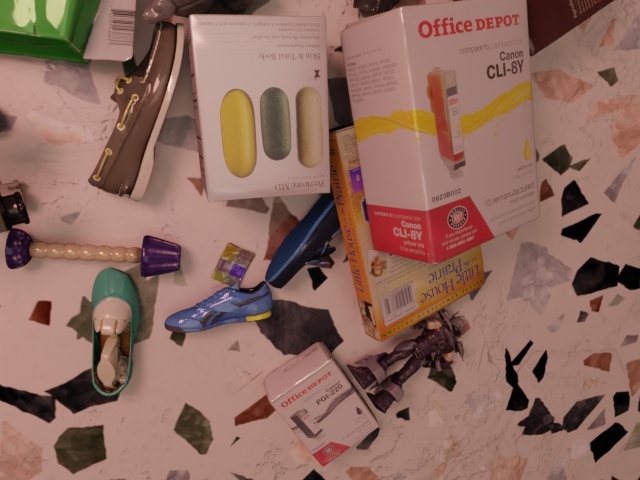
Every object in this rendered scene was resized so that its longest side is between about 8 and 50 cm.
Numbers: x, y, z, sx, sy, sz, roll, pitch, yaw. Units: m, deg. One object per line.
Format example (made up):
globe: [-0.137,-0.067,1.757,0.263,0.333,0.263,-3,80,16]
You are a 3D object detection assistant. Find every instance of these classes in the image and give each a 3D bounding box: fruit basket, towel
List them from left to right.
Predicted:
fruit basket: [-0.422,-0.443,0.685,0.328,0.165,0.352,3,85,-9]
towel: [-0.173,0.049,0.951,0.060,0.009,0.083,27,96,-21]

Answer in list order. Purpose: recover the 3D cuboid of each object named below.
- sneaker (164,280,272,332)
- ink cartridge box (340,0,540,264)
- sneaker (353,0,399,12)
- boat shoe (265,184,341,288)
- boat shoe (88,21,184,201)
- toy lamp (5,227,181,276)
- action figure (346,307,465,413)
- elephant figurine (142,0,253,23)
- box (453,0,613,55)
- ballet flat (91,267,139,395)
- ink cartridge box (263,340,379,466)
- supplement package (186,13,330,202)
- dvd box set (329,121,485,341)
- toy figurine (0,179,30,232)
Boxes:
sneaker: [-0.198,0.124,0.935,0.210,0.069,0.082,-9,104,-15]
ink cartridge box: [0.212,-0.190,0.817,0.279,0.160,0.384,-20,108,-27]
sneaker: [0.157,-0.477,0.874,0.222,0.083,0.118,-7,122,-17]
boat shoe: [0.000,0.000,0.937,0.089,0.109,0.258,40,93,-25]
boat shoe: [-0.300,-0.216,0.790,0.091,0.109,0.304,15,104,-24]
toy lamp: [-0.389,0.024,0.848,0.275,0.080,0.080,2,104,-16]
action figure: [0.209,0.246,1.071,0.285,0.099,0.185,-34,104,-9]
elephant figurine: [-0.201,-0.478,0.739,0.170,0.186,0.239,-18,101,26]
box: [0.387,-0.459,0.884,0.203,0.168,0.167,-35,112,-5]
ballet flat: [-0.380,0.176,0.886,0.083,0.087,0.247,1,104,-16]
ink cartridge box: [0.002,0.352,1.040,0.159,0.092,0.217,-35,109,-4]
supplement package: [-0.105,-0.215,0.796,0.200,0.198,0.262,-6,107,-15]
dvd box set: [0.182,-0.048,0.958,0.308,0.062,0.420,-23,111,-25]
toy figurine: [-0.536,-0.103,0.699,0.148,0.210,0.212,-19,114,-28]
